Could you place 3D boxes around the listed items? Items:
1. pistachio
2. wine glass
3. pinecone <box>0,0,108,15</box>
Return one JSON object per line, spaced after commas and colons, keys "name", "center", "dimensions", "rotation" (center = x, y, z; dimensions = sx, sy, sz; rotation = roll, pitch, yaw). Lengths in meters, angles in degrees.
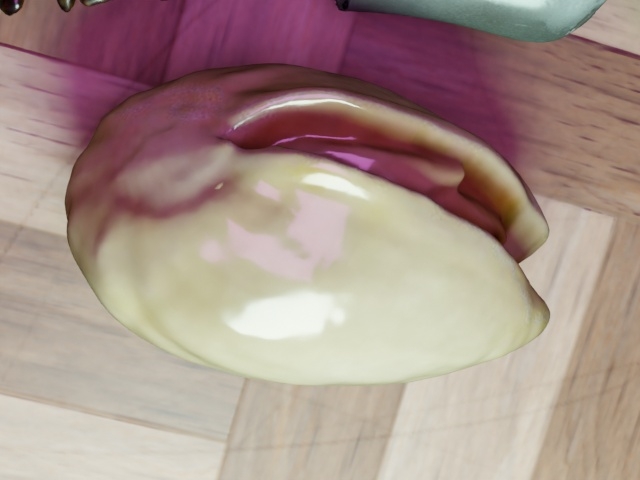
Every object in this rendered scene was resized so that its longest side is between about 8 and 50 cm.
{"name": "pistachio", "center": [0.000, 0.000, 1.003], "dimensions": [0.318, 0.214, 0.193], "rotation": [17, 57, -22]}
{"name": "wine glass", "center": [0.127, -0.178, 1.029], "dimensions": [0.231, 0.103, 0.103], "rotation": [3, 101, -12]}
{"name": "pinecone", "center": [-0.144, -0.230, 0.910], "dimensions": [0.202, 0.229, 0.201], "rotation": [-17, 141, 10]}
